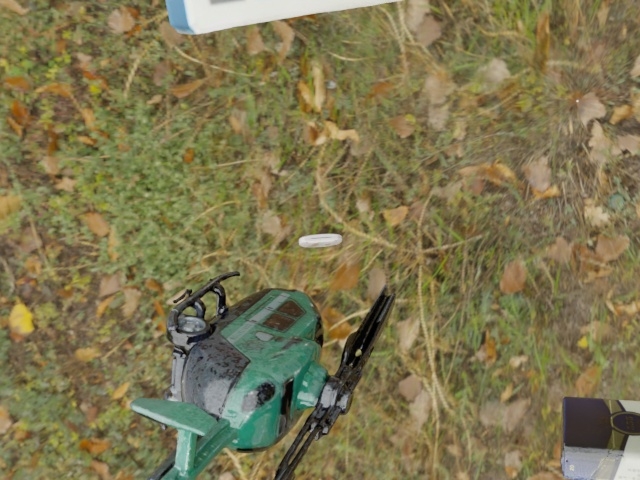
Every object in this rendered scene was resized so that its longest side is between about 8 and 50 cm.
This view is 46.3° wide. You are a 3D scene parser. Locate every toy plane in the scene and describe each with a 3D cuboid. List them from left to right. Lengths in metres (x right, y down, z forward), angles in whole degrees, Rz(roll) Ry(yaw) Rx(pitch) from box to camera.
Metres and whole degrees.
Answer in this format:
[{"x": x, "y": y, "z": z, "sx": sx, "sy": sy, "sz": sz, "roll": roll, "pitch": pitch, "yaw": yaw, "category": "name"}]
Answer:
[{"x": -0.055, "y": 0.115, "z": 0.561, "sx": 0.155, "sy": 0.382, "sz": 0.106, "roll": 13, "pitch": 109, "yaw": 16, "category": "toy plane"}]

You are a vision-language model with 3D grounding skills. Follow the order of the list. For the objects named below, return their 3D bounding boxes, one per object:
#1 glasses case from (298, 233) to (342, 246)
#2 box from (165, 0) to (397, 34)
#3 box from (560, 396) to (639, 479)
[{"x": 0.000, "y": 0.000, "z": 1.434, "sx": 0.083, "sy": 0.032, "sz": 0.021, "roll": -3, "pitch": 68, "yaw": -10, "category": "glasses case"}, {"x": 0.040, "y": -0.247, "z": 0.325, "sx": 0.265, "sy": 0.048, "sz": 0.273, "roll": -14, "pitch": 112, "yaw": -21, "category": "box"}, {"x": 0.530, "y": 0.331, "z": 1.234, "sx": 0.259, "sy": 0.168, "sz": 0.071, "roll": 1, "pitch": 111, "yaw": 17, "category": "box"}]
